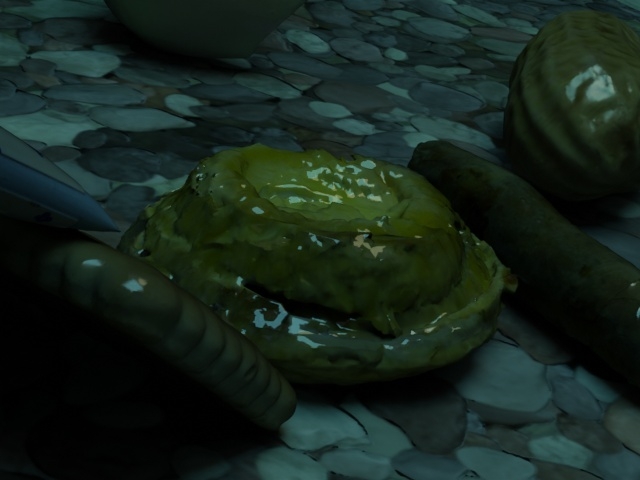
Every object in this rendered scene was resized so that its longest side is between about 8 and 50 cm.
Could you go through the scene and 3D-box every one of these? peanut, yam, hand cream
[{"bbox_3d":[0.245,-0.128,1.238,0.153,0.140,0.325,33,23,3],"label":"peanut"},{"bbox_3d":[0.160,0.009,0.985,0.071,0.067,0.317,-23,36,-19],"label":"yam"},{"bbox_3d":[-0.157,-0.039,0.579,0.065,0.043,0.170,30,2,33],"label":"hand cream"}]

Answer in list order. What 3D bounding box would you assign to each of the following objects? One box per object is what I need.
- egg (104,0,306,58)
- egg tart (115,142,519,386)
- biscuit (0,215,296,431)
[{"bbox_3d":[-0.153,-0.284,1.349,0.161,0.206,0.271,-37,35,-18],"label":"egg"},{"bbox_3d":[0.000,0.000,0.909,0.278,0.095,0.279,8,25,-4],"label":"egg tart"},{"bbox_3d":[-0.172,0.004,0.752,0.324,0.044,0.217,23,-14,26],"label":"biscuit"}]
